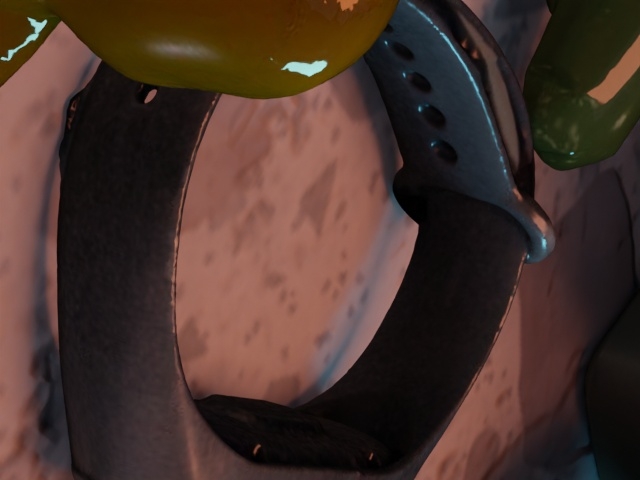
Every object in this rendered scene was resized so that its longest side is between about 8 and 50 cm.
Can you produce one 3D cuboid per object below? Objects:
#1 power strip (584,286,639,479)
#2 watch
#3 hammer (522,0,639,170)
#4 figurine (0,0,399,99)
[{"bbox_3d":[0.213,0.000,0.934,0.265,0.059,0.193,-48,140,-30],"label":"power strip"},{"bbox_3d":[0.000,0.000,0.624,0.206,0.068,0.193,13,95,-54],"label":"watch"},{"bbox_3d":[0.160,-0.178,0.725,0.206,0.119,0.335,27,92,-37],"label":"hammer"},{"bbox_3d":[-0.070,-0.068,0.388,0.122,0.176,0.121,-30,128,-67],"label":"figurine"}]
